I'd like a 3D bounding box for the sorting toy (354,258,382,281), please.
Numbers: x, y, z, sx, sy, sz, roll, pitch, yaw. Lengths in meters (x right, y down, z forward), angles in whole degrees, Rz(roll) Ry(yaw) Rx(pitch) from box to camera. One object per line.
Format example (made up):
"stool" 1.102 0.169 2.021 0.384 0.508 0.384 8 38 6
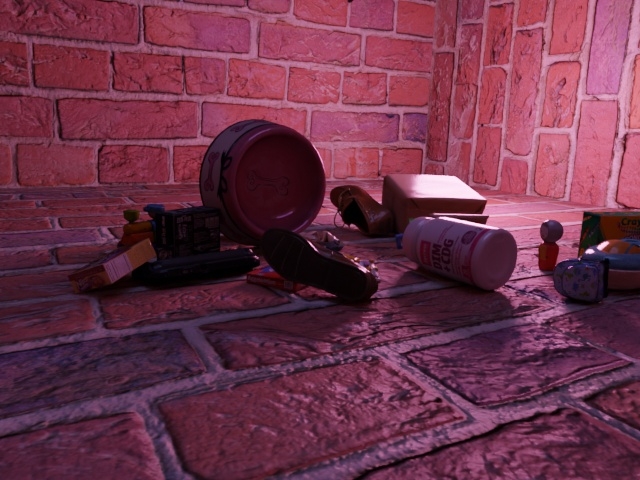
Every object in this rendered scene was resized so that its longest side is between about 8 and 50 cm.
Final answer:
"sorting toy" 0.125 0.087 1.439 0.083 0.044 0.075 -2 32 -19

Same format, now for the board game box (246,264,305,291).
"board game box" -0.059 0.078 1.459 0.145 0.027 0.281 9 14 25

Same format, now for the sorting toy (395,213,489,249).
"sorting toy" 0.404 -0.005 1.660 0.348 0.196 0.047 1 50 -4

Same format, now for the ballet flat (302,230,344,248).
"ballet flat" 0.000 0.000 1.749 0.188 0.070 0.070 -6 14 -35

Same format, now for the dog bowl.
"dog bowl" -0.158 -0.176 1.699 0.408 0.407 0.150 -6 9 -35

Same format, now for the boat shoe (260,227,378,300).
"boat shoe" -0.007 0.064 1.312 0.307 0.110 0.104 29 7 24

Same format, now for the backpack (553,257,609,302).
"backpack" 0.622 0.093 1.313 0.114 0.104 0.084 6 10 42

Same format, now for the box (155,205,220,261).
"box" -0.376 -0.016 1.563 0.078 0.147 0.180 10 15 32

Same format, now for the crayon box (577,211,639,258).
"crayon box" 0.933 -0.003 1.665 0.279 0.165 0.081 -1 12 -12

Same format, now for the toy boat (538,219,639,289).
"toy boat" 0.755 0.035 1.502 0.318 0.148 0.268 13 17 41

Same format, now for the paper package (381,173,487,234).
"paper package" 0.418 -0.131 2.061 0.310 0.168 0.325 0 22 -8

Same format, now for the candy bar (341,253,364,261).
"candy bar" 0.057 0.049 1.633 0.162 0.018 0.040 11 11 38

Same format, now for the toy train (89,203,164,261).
"toy train" -0.553 -0.026 1.587 0.105 0.143 0.248 11 14 37

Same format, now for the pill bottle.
"pill bottle" 0.361 0.024 1.460 0.160 0.160 0.283 -6 14 -33

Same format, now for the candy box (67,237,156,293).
"candy box" -0.490 0.058 1.299 0.109 0.053 0.186 -15 12 21

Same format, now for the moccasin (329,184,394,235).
"moccasin" 0.131 -0.113 2.116 0.147 0.139 0.380 -15 35 -22

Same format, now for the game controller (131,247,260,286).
"game controller" -0.321 0.067 1.428 0.319 0.067 0.166 -8 1 -40
